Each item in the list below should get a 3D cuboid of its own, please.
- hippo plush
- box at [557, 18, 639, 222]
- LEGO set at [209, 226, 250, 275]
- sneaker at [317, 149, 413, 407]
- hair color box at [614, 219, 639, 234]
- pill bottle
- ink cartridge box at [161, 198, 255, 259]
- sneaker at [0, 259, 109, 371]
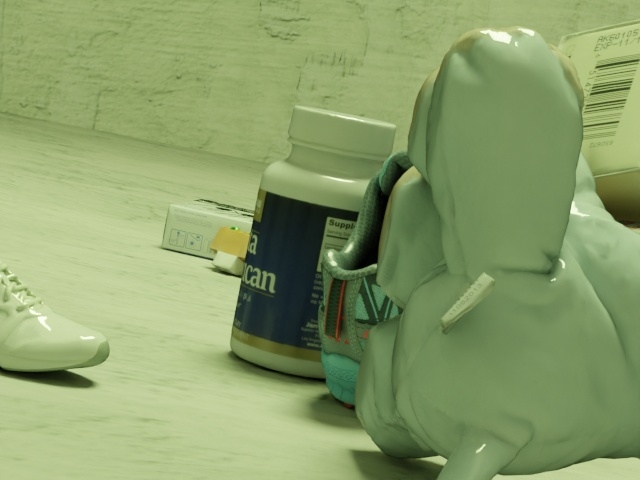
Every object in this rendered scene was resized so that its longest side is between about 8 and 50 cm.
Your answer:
[{"bbox_3d":[0.156,0.029,0.802,0.237,0.234,0.294,10,5,-5],"label":"hippo plush"},{"bbox_3d":[0.294,-0.018,1.261,0.121,0.148,0.311,-7,-36,45],"label":"box"},{"bbox_3d":[0.008,0.001,1.414,0.132,0.107,0.287,9,6,-21],"label":"LEGO set"},{"bbox_3d":[0.088,-0.011,1.044,0.104,0.125,0.262,10,41,32],"label":"sneaker"},{"bbox_3d":[0.196,0.010,1.134,0.141,0.043,0.072,4,7,35],"label":"hair color box"},{"bbox_3d":[0.000,0.000,1.100,0.094,0.169,0.094,11,5,-1],"label":"pill bottle"},{"bbox_3d":[-0.038,0.004,1.602,0.207,0.046,0.097,13,7,13],"label":"ink cartridge box"},{"bbox_3d":[-0.189,0.036,0.936,0.152,0.061,0.054,14,4,12],"label":"sneaker"}]
